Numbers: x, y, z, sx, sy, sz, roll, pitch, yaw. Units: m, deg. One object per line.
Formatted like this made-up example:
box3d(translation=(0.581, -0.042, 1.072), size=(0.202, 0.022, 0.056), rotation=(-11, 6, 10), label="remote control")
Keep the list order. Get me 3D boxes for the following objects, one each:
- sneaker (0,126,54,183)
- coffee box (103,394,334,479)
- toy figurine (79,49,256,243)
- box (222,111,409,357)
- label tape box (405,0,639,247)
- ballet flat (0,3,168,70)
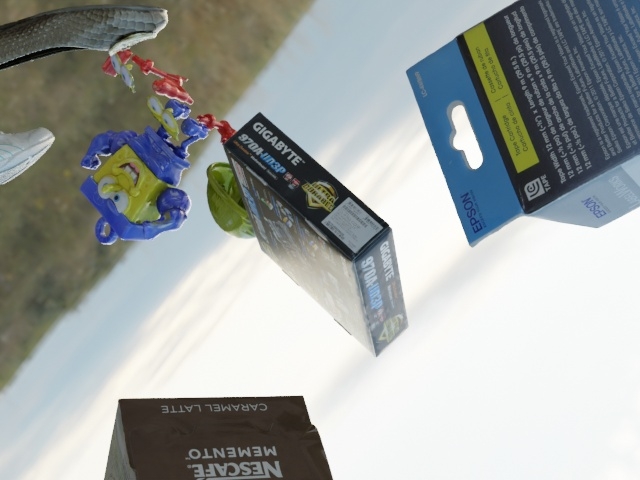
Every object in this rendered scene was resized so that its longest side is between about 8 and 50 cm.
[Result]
box3d(translation=(-0.286, -0.072, 1.247), size=(0.152, 0.061, 0.053), rotation=(-30, 176, -44), label="sneaker")
box3d(translation=(-0.089, 0.231, 1.092), size=(0.098, 0.141, 0.246), rotation=(-110, -154, -46), label="coffee box")
box3d(translation=(-0.201, -0.060, 1.980), size=(0.217, 0.362, 0.191), rotation=(-50, 154, 14), label="toy figurine")
box3d(translation=(0.000, 0.000, 1.412), size=(0.051, 0.175, 0.220), rotation=(-42, 154, -13), label="box")
box3d(translation=(0.292, -0.157, 1.625), size=(0.347, 0.115, 0.249), rotation=(-30, -123, 21), label="label tape box")
box3d(translation=(-0.254, -0.165, 1.311), size=(0.249, 0.058, 0.084), rotation=(-9, 178, 3), label="ballet flat")
